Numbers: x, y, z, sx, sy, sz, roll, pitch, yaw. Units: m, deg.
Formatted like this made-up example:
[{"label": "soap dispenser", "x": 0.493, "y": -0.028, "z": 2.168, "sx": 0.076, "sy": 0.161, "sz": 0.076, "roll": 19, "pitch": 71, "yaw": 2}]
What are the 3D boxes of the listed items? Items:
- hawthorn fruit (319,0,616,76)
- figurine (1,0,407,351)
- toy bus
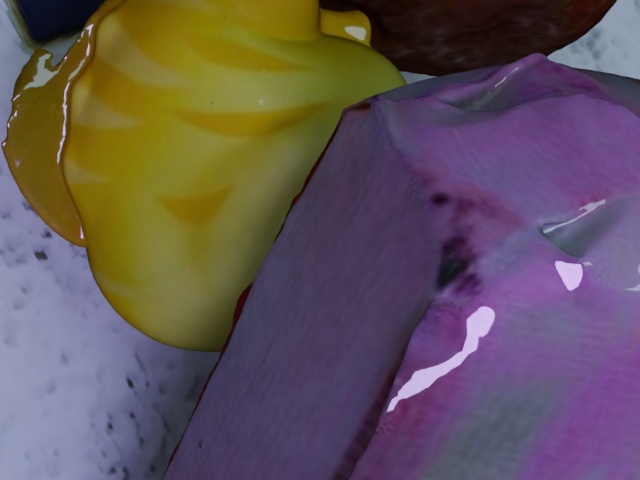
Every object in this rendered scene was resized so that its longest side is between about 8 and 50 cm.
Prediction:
[{"label": "hawthorn fruit", "x": 0.036, "y": -0.145, "z": 0.618, "sx": 0.179, "sy": 0.173, "sz": 0.173, "roll": -11, "pitch": 87, "yaw": 1}, {"label": "figurine", "x": 0.000, "y": 0.000, "z": 0.579, "sx": 0.246, "sy": 0.156, "sz": 0.131, "roll": 43, "pitch": 81, "yaw": -28}, {"label": "toy bus", "x": 0.032, "y": 0.088, "z": 0.492, "sx": 0.147, "sy": 0.302, "sz": 0.127, "roll": 9, "pitch": 31, "yaw": -26}]
